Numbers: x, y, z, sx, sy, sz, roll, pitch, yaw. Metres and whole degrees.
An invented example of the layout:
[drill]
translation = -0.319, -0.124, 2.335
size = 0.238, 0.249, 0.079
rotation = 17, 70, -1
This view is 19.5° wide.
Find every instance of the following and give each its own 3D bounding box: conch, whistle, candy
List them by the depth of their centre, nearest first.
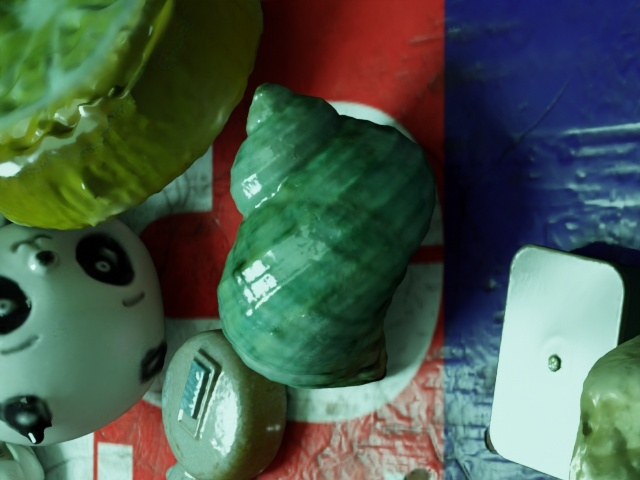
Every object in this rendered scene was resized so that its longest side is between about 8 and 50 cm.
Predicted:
[conch]
translation = -0.003, 0.003, 1.156
size = 0.176, 0.122, 0.188
rotation = -157, 76, -74
[whistle]
translation = -0.081, 0.151, 1.293
size = 0.107, 0.057, 0.220
rotation = 38, 119, 44
[candy]
translation = -0.161, -0.131, 1.299
size = 0.260, 0.118, 0.260
rotation = -19, 52, 27

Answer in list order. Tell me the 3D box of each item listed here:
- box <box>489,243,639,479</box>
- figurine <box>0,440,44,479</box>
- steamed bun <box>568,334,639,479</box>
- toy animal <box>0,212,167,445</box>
[box]
translation = 0.140, 0.068, 1.043
size = 0.091, 0.031, 0.126
rotation = 13, 99, 51
[figurine]
translation = -0.275, 0.182, 1.500
size = 0.153, 0.132, 0.132
rotation = 55, 130, 19
[steamed bun]
translation = 0.214, 0.113, 0.865
size = 0.155, 0.172, 0.140
rotation = -1, 99, 33
[toy animal]
translation = -0.218, 0.049, 1.372
size = 0.235, 0.187, 0.165
rotation = 34, 141, 50
